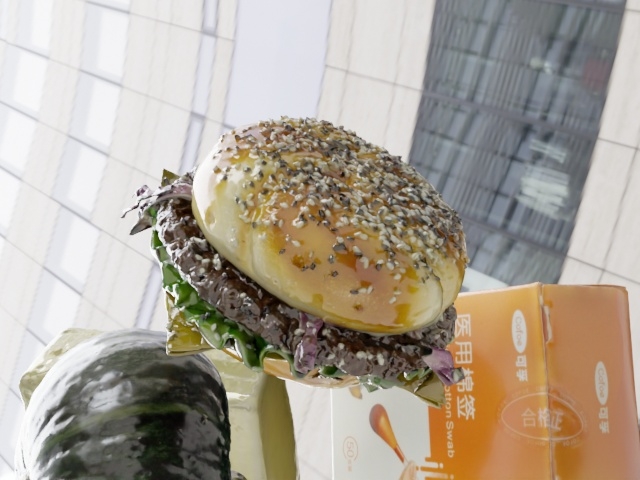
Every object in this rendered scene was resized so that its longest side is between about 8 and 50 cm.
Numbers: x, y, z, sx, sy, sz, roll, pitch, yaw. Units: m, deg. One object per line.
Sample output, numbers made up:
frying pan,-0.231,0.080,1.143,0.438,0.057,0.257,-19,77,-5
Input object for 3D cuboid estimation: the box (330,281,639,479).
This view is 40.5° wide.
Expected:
box,0.166,0.170,0.947,0.144,0.341,0.224,5,-101,-37

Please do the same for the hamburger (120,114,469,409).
hamburger,-0.003,-0.002,0.425,0.164,0.189,0.093,9,-59,-33

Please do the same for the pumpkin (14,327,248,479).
pumpkin,-0.122,0.164,0.567,0.152,0.212,0.211,-3,-69,-31

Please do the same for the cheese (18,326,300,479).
cheese,-0.162,0.226,0.938,0.124,0.266,0.242,-61,-31,-56
